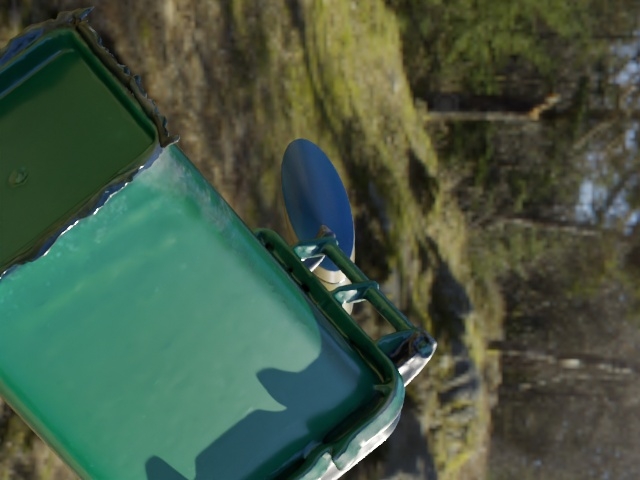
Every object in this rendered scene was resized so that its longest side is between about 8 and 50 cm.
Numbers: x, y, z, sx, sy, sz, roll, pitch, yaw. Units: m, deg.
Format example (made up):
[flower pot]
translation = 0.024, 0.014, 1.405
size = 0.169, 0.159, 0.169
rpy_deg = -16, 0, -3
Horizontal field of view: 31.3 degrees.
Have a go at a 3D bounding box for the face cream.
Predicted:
[face cream]
translation = 0.000, 0.000, 1.255
size = 0.285, 0.067, 0.139
rpy_deg = 87, -14, -73

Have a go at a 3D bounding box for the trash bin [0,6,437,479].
[trash bin]
translation = -0.116, 0.042, 0.842
size = 0.259, 0.295, 0.381
rpy_deg = 48, -7, 41
